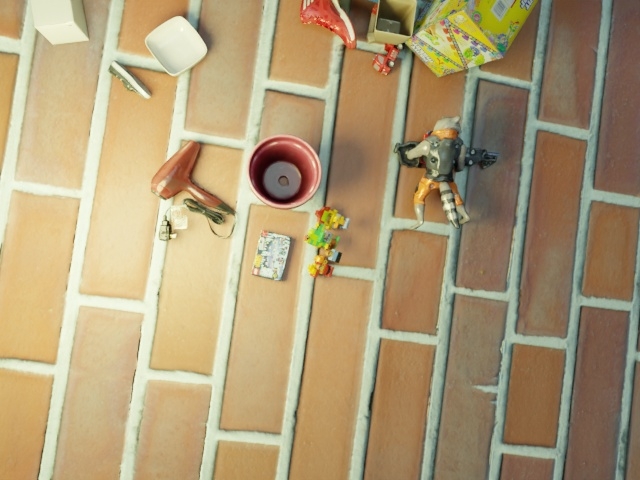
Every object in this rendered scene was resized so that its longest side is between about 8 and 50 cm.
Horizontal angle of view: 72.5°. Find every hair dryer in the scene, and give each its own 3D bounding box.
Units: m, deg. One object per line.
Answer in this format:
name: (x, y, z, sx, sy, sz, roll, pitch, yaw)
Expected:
hair dryer: (-0.373, -0.144, 1.268, 0.223, 0.080, 0.294, -7, 95, -23)

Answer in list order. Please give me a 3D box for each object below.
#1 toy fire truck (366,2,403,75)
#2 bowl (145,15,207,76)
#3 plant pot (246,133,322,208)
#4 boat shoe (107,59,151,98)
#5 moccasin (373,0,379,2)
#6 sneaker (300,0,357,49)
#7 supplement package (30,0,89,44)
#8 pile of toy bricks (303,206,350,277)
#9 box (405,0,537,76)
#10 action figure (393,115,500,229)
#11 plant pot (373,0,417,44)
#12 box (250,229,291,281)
toy fire truck: (0.193, -0.625, 1.350, 0.135, 0.047, 0.192, 27, 86, -6)
bowl: (-0.414, -0.557, 1.267, 0.142, 0.053, 0.142, -38, 94, -6)
plant pot: (-0.106, -0.182, 1.234, 0.201, 0.180, 0.202, 0, 89, -8)
boat shoe: (-0.549, -0.454, 1.255, 0.142, 0.049, 0.040, 44, 103, -3)
moccasin: (0.145, -0.775, 1.260, 0.341, 0.138, 0.117, -2, 60, -16)
sneaker: (0.015, -0.655, 1.321, 0.128, 0.087, 0.221, -26, 80, 1)
supplement package: (-0.725, -0.656, 1.204, 0.105, 0.105, 0.179, -10, 89, -8)
pile of toy bricks: (0.000, 0.000, 1.268, 0.105, 0.118, 0.212, 23, 85, -26)
box: (0.440, -0.665, 1.249, 0.177, 0.279, 0.290, 35, 85, -24)
action figure: (0.405, -0.209, 1.309, 0.341, 0.178, 0.330, -5, 99, -5)
plant pot: (0.210, -0.635, 1.279, 0.109, 0.096, 0.109, 9, 89, -4)
box: (-0.147, 0.046, 1.301, 0.093, 0.027, 0.137, 13, 87, -6)
